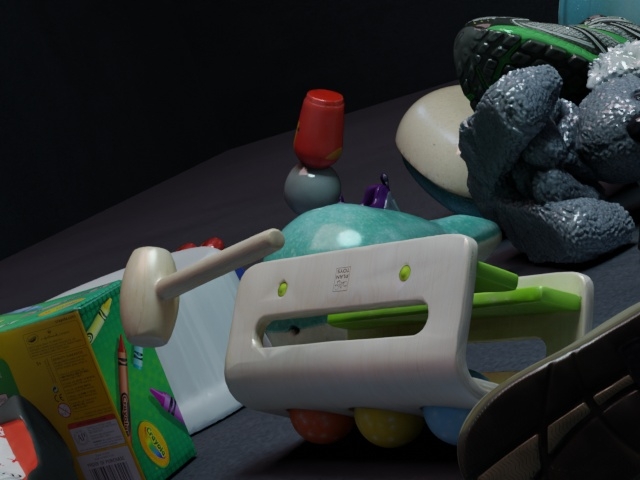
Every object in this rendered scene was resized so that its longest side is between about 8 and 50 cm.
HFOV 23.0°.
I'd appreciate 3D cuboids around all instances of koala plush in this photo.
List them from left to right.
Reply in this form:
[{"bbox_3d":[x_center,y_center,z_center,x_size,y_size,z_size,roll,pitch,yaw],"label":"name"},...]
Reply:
[{"bbox_3d":[0.270,-0.096,1.568,0.221,0.196,0.203,-27,0,-15],"label":"koala plush"}]

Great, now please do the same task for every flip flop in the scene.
[{"bbox_3d":[0.211,0.083,0.919,0.277,0.112,0.080,-26,-6,3],"label":"flip flop"}]

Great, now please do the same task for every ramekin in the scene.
[{"bbox_3d":[-0.186,0.110,1.521,0.277,0.135,0.277,-20,9,3],"label":"ramekin"}]

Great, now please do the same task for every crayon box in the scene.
[{"bbox_3d":[-0.262,0.149,1.356,0.278,0.165,0.081,-16,10,30],"label":"crayon box"}]

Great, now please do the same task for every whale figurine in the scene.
[{"bbox_3d":[0.056,0.017,1.497,0.216,0.141,0.272,-12,12,46],"label":"whale figurine"}]

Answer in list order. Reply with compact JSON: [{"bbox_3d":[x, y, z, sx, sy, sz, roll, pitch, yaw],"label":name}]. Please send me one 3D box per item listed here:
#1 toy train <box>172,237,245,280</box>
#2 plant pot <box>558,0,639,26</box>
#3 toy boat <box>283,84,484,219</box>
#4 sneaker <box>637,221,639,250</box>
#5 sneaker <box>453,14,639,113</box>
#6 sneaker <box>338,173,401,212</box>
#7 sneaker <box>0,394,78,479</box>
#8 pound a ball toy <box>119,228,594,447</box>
[{"bbox_3d":[-0.171,0.084,1.824,0.143,0.105,0.248,-42,12,-21],"label":"toy train"},{"bbox_3d":[0.496,-0.296,2.055,0.271,0.272,0.255,-26,24,-31],"label":"plant pot"},{"bbox_3d":[0.119,-0.090,1.819,0.318,0.148,0.267,4,24,-10],"label":"toy boat"},{"bbox_3d":[0.404,-0.091,1.448,0.178,0.124,0.295,15,56,17],"label":"sneaker"},{"bbox_3d":[0.281,-0.182,1.732,0.343,0.146,0.134,11,-44,-34],"label":"sneaker"},{"bbox_3d":[0.000,0.000,1.873,0.223,0.098,0.083,-25,9,-25],"label":"sneaker"},{"bbox_3d":[-0.246,0.225,1.164,0.145,0.090,0.270,-42,24,0],"label":"sneaker"},{"bbox_3d":[0.010,0.077,1.150,0.208,0.136,0.319,17,-16,-35],"label":"pound a ball toy"}]
